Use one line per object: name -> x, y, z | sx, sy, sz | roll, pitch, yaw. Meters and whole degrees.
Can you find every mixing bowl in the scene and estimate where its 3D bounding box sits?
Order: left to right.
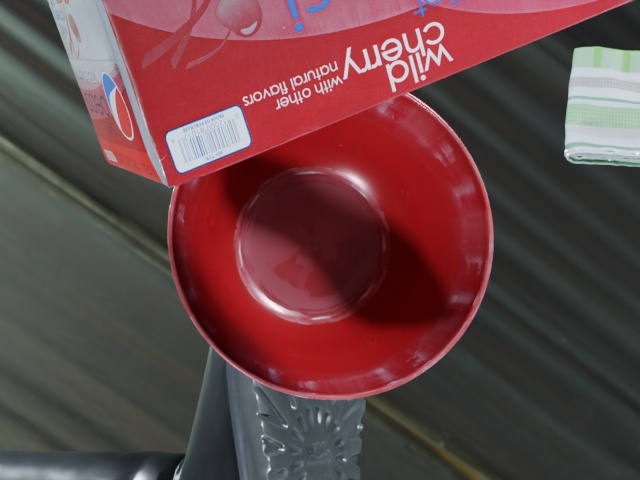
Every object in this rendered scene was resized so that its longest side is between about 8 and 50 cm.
mixing bowl -> 0.000, 0.000, 0.748 | 0.181, 0.181, 0.098 | -57, 5, -8

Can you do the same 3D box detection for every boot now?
boot -> -0.178, 0.197, 1.126 | 0.445, 0.146, 0.367 | -11, 73, 37

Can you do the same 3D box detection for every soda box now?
soda box -> 0.034, -0.108, 0.491 | 0.263, 0.084, 0.092 | -23, 16, -17

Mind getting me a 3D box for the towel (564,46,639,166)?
towel -> 0.306, -0.138, 1.291 | 0.023, 0.113, 0.152 | 82, -164, -54
